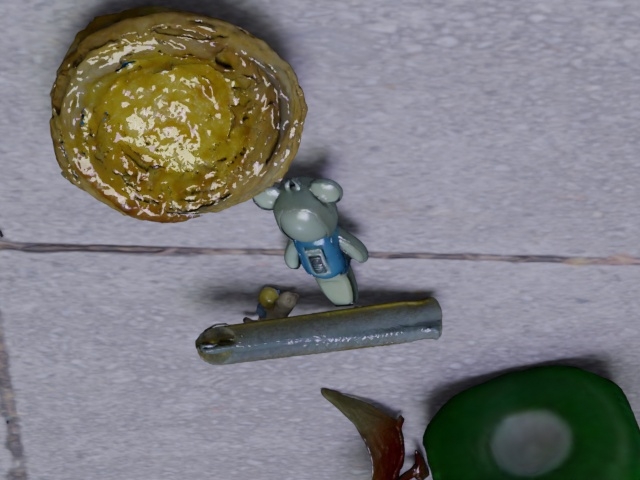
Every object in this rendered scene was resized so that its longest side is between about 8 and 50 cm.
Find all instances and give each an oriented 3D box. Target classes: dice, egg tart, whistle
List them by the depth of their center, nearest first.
[{"bbox_3d":[-0.161,-0.142,1.269,0.291,0.107,0.290,-1,127,-1],"label":"egg tart"},{"bbox_3d":[0.000,0.000,1.422,0.114,0.077,0.235,-7,138,17],"label":"whistle"},{"bbox_3d":[-0.001,0.120,1.486,0.327,0.057,0.068,-6,177,-13],"label":"whistle"},{"bbox_3d":[0.324,0.376,1.613,0.297,0.287,0.300,-17,126,4],"label":"dice"}]

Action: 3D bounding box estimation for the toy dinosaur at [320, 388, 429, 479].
[{"bbox_3d":[0.069,0.372,1.718,0.113,0.206,0.327,15,152,40],"label":"toy dinosaur"}]

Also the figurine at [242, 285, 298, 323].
[{"bbox_3d":[-0.067,0.094,1.522,0.051,0.047,0.083,25,123,-9],"label":"figurine"}]
